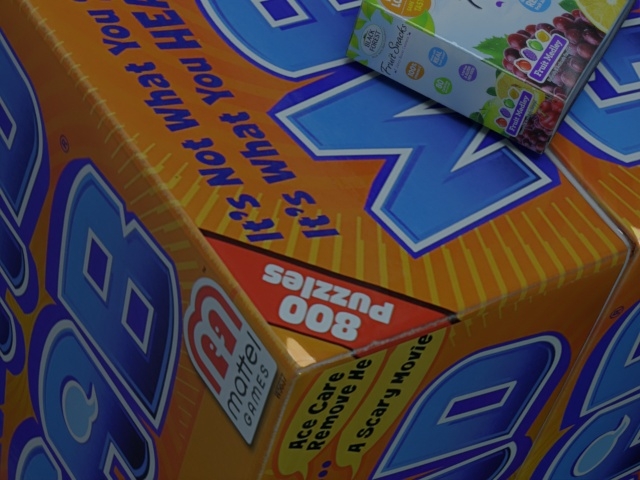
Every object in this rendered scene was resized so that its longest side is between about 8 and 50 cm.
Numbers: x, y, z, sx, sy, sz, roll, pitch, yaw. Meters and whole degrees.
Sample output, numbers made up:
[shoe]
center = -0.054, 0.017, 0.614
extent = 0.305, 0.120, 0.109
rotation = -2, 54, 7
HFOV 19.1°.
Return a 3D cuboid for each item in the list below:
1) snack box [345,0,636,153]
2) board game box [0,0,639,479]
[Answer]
[snack box]
center = 0.086, -0.111, 0.873
extent = 0.100, 0.037, 0.141
rotation = 27, 45, 9
[board game box]
center = 0.000, 0.000, 1.020
extent = 0.356, 0.356, 0.356
rotation = -19, 56, -31
